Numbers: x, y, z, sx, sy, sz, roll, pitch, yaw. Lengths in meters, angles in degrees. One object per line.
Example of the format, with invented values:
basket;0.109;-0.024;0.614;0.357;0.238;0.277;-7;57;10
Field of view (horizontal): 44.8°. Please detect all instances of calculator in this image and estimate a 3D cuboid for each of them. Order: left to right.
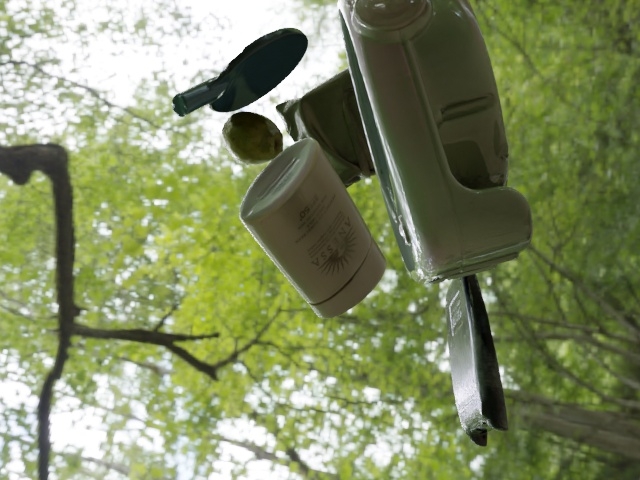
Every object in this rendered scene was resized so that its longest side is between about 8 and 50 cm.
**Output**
calculator;0.228;0.165;1.167;0.177;0.040;0.268;98;170;-64

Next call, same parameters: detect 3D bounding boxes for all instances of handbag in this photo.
handbag;0.087;-0.268;1.710;0.253;0.316;0.109;60;-168;-2

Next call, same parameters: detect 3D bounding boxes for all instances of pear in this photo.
pear;-0.136;-0.201;1.529;0.107;0.131;0.107;-52;-27;-40

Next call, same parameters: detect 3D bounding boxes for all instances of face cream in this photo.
face cream;0.000;0.000;1.287;0.173;0.081;0.348;-50;-39;-14

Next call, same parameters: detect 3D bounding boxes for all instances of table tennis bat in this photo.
table tennis bat;-0.146;-0.307;1.466;0.329;0.215;0.044;-34;-99;-40

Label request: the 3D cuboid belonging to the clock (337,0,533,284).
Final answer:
clock;0.095;-0.124;0.730;0.265;0.109;0.324;41;-146;-83
